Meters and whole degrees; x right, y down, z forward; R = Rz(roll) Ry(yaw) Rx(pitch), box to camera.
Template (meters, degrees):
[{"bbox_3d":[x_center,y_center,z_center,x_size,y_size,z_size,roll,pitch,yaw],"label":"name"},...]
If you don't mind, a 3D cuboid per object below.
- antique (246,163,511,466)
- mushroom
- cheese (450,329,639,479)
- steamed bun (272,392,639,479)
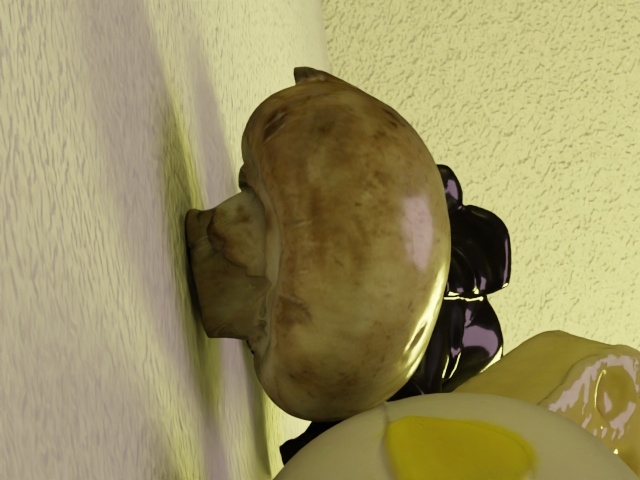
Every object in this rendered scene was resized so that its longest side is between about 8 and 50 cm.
[{"bbox_3d":[0.064,0.087,1.648,0.255,0.185,0.322,-58,142,-45],"label":"antique"},{"bbox_3d":[0.000,0.000,1.298,0.255,0.184,0.255,-11,90,-87],"label":"mushroom"},{"bbox_3d":[0.168,0.232,1.533,0.384,0.104,0.384,-11,105,-47],"label":"cheese"},{"bbox_3d":[0.088,0.277,1.094,0.334,0.333,0.374,67,11,-76],"label":"steamed bun"}]
